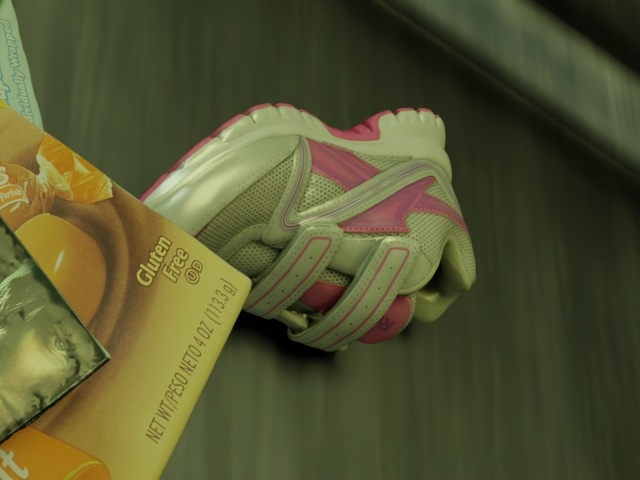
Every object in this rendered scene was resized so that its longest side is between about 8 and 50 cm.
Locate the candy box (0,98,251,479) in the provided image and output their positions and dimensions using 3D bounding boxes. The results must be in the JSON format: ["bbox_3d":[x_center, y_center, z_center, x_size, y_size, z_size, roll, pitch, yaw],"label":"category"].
[{"bbox_3d":[-0.170,0.095,0.672,0.183,0.087,0.316,36,54,-15],"label":"candy box"}]

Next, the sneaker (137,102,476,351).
[{"bbox_3d":[0.000,0.000,0.949,0.252,0.103,0.111,-9,64,-46],"label":"sneaker"}]

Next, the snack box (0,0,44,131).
[{"bbox_3d":[-0.238,-0.124,0.858,0.187,0.060,0.322,5,56,-39],"label":"snack box"}]

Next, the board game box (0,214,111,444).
[{"bbox_3d":[-0.175,0.003,0.638,0.126,0.026,0.186,-38,90,-37],"label":"board game box"}]
